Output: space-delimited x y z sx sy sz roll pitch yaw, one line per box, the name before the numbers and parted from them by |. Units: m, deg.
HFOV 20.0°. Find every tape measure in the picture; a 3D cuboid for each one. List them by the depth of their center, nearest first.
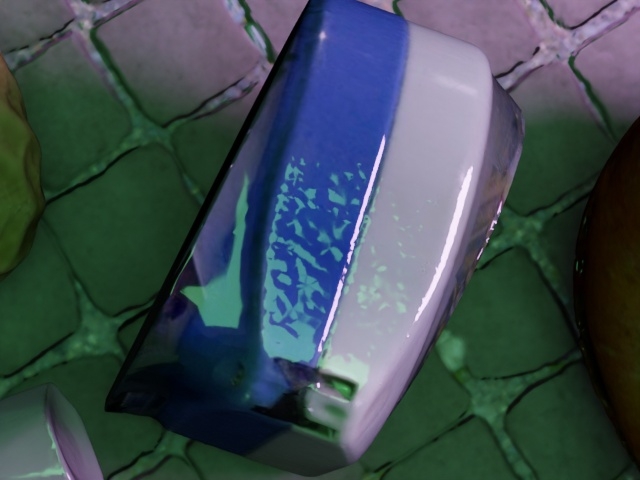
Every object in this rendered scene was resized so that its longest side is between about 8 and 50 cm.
tape measure | 0.000 0.002 0.998 0.138 0.259 0.262 27 76 -6

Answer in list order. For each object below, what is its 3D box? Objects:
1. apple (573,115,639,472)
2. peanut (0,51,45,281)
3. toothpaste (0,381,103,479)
apple | 0.349 0.031 1.033 0.374 0.374 0.384 -36 52 -11
peanut | -0.270 -0.114 1.024 0.153 0.140 0.325 -29 83 -39
toothpaste | -0.297 0.176 0.955 0.371 0.125 0.080 -22 125 4
